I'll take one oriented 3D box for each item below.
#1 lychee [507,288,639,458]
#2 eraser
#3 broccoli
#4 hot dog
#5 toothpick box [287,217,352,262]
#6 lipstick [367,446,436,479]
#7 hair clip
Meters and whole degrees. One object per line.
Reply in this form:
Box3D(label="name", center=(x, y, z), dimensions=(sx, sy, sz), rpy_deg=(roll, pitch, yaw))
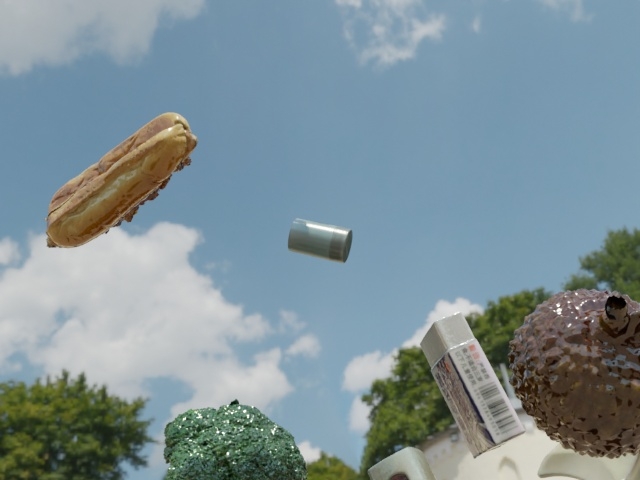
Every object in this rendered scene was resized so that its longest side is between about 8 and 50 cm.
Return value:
Box3D(label="lychee", center=(0.309, 0.144, 0.810), dimensions=(0.200, 0.200, 0.238), rpy_deg=(-8, -40, 1))
Box3D(label="eraser", center=(0.239, 0.234, 1.183), dimensions=(0.068, 0.210, 0.124), rpy_deg=(-20, -22, -12))
Box3D(label="broccoli", center=(-0.139, 0.395, 1.099), dimensions=(0.254, 0.269, 0.269), rpy_deg=(29, -46, -24))
Box3D(label="hot dog", center=(-0.253, -0.065, 0.919), dimensions=(0.249, 0.102, 0.076), rpy_deg=(-34, -52, 15))
Box3D(label="toothpick box", center=(0.000, 0.000, 1.060), dimensions=(0.083, 0.052, 0.052), rpy_deg=(12, -32, 13))
Box3D(label="lipstick", center=(0.148, 0.400, 0.943), dimensions=(0.079, 0.253, 0.077), rpy_deg=(-32, -35, 11))
Box3D(label="hair clip", center=(0.505, 0.306, 1.247), dimensions=(0.113, 0.282, 0.172), rpy_deg=(24, -8, -27))
